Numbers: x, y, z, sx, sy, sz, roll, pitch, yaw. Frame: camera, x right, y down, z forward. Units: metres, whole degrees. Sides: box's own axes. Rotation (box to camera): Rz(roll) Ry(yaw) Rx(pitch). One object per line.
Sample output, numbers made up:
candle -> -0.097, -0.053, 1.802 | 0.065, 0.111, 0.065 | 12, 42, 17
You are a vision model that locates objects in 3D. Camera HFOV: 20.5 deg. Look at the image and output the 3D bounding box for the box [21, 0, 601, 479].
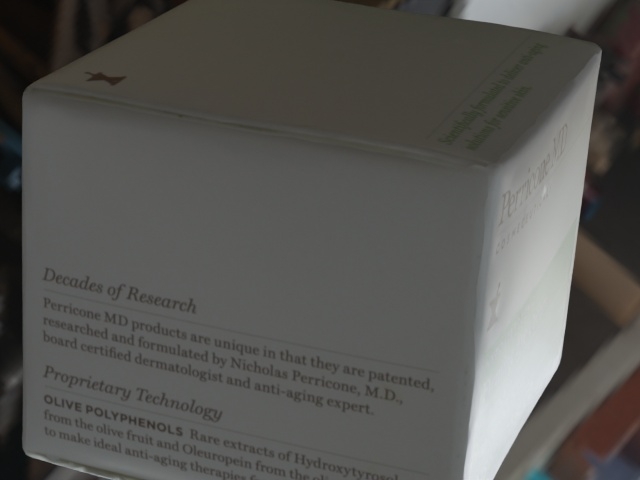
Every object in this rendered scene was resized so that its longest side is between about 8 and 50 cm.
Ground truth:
box -> 0.000, 0.000, 0.392 | 0.101, 0.102, 0.087 | -44, 141, -61
